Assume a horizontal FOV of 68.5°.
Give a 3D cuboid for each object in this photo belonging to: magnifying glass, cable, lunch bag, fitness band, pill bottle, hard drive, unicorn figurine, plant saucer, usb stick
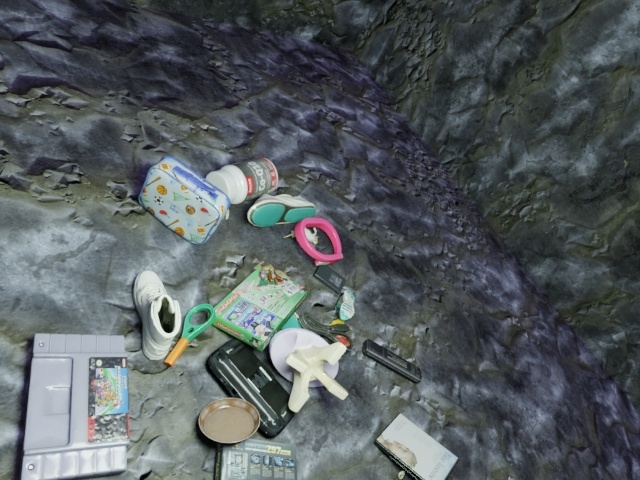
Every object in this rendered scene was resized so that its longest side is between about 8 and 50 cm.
[{"bbox_3d":[-0.402,0.284,1.439,0.092,0.026,0.231,7,44,22],"label":"magnifying glass"},{"bbox_3d":[0.025,0.341,1.719,0.287,0.072,0.140,15,49,-43],"label":"cable"},{"bbox_3d":[-0.465,-0.138,1.632,0.303,0.243,0.115,35,39,-9],"label":"lunch bag"},{"bbox_3d":[0.000,0.000,1.995,0.290,0.054,0.209,-3,65,-58],"label":"fitness band"},{"bbox_3d":[-0.319,-0.239,1.917,0.161,0.161,0.283,50,39,10],"label":"pill bottle"},{"bbox_3d":[0.039,0.157,1.969,0.135,0.022,0.094,38,38,-7],"label":"hard drive"},{"bbox_3d":[-0.069,-0.035,2.025,0.161,0.060,0.111,26,40,-19],"label":"unicorn figurine"},{"bbox_3d":[-0.254,0.508,1.313,0.168,0.029,0.168,7,23,-3],"label":"plant saucer"},{"bbox_3d":[0.285,0.479,1.864,0.278,0.045,0.077,31,33,-14],"label":"usb stick"}]

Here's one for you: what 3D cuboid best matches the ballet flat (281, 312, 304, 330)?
[{"bbox_3d":[-0.068,0.342,1.672,0.086,0.086,0.249,-15,67,-47],"label":"ballet flat"}]

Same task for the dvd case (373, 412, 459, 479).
[{"bbox_3d":[0.330,0.723,1.613,0.253,0.022,0.180,32,32,26],"label":"dvd case"}]

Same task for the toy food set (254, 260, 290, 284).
[{"bbox_3d":[-0.179,0.125,1.707,0.122,0.019,0.078,33,38,14],"label":"toy food set"}]

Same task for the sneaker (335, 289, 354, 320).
[{"bbox_3d":[0.092,0.271,1.861,0.065,0.076,0.166,38,28,-8],"label":"sneaker"}]

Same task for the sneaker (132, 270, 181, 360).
[{"bbox_3d":[-0.474,0.182,1.387,0.108,0.169,0.293,3,52,-37],"label":"sneaker"}]

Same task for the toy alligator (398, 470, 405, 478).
[{"bbox_3d":[0.323,0.770,1.626,0.189,0.056,0.051,-4,13,-35],"label":"toy alligator"}]

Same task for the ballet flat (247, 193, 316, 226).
[{"bbox_3d":[-0.184,-0.138,1.982,0.400,0.139,0.139,-6,58,-52],"label":"ballet flat"}]

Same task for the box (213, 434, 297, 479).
[{"bbox_3d":[-0.176,0.649,1.293,0.232,0.059,0.184,19,44,-26],"label":"box"}]

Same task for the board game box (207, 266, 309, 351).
[{"bbox_3d":[-0.205,0.221,1.617,0.213,0.046,0.317,24,36,16],"label":"board game box"}]

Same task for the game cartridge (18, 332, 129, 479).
[{"bbox_3d":[-0.597,0.400,1.166,0.230,0.068,0.355,6,51,-32],"label":"game cartridge"}]

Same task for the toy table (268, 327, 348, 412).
[{"bbox_3d":[-0.028,0.404,1.499,0.274,0.252,0.161,27,4,-26],"label":"toy table"}]

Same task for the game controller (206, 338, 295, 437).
[{"bbox_3d":[-0.209,0.451,1.463,0.319,0.067,0.166,48,24,6],"label":"game controller"}]
